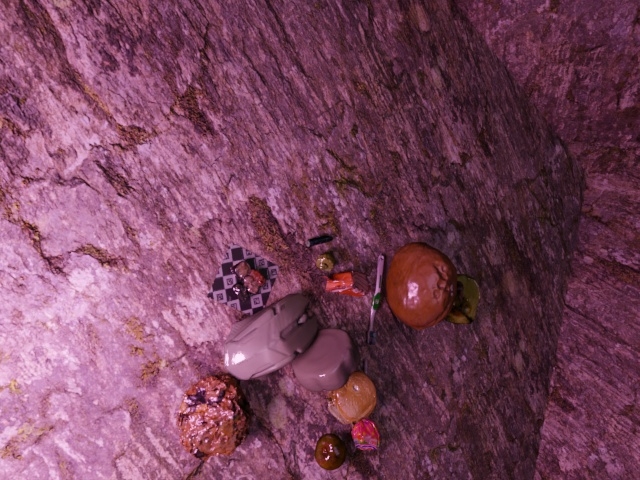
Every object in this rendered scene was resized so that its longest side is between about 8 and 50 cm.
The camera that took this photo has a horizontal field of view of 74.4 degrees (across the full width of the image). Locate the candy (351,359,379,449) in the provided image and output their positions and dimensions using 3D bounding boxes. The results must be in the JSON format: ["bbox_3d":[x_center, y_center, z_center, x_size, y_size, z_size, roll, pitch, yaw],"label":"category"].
[{"bbox_3d":[0.196,0.710,1.831,0.124,0.124,0.364,14,70,-34],"label":"candy"}]

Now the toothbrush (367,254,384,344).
[{"bbox_3d":[0.254,0.268,1.936,0.042,0.040,0.417,18,72,-32],"label":"toothbrush"}]

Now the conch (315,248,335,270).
[{"bbox_3d":[0.026,0.088,1.773,0.121,0.074,0.089,-57,147,-45],"label":"conch"}]

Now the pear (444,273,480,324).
[{"bbox_3d":[0.692,0.269,2.179,0.238,0.164,0.255,38,60,-17],"label":"pear"}]

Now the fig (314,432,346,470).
[{"bbox_3d":[0.068,0.855,1.702,0.185,0.127,0.132,21,61,-29],"label":"fig"}]

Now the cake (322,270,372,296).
[{"bbox_3d":[0.145,0.186,1.820,0.288,0.135,0.098,9,67,-44],"label":"cake"}]

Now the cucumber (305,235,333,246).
[{"bbox_3d":[0.000,0.000,1.770,0.133,0.032,0.032,-13,94,-35],"label":"cucumber"}]

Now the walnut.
[{"bbox_3d":[0.453,0.203,1.913,0.354,0.308,0.396,25,69,-53],"label":"walnut"}]

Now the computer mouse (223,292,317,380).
[{"bbox_3d":[-0.159,0.348,1.534,0.429,0.146,0.228,-29,95,-42],"label":"computer mouse"}]

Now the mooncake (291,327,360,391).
[{"bbox_3d":[0.023,0.459,1.616,0.275,0.275,0.135,-43,117,-30],"label":"mooncake"}]

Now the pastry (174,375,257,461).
[{"bbox_3d":[-0.340,0.582,1.383,0.275,0.193,0.274,1,88,-37],"label":"pastry"}]

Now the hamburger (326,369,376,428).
[{"bbox_3d":[0.134,0.645,1.748,0.189,0.122,0.215,48,59,2],"label":"hamburger"}]

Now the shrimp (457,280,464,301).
[{"bbox_3d":[0.659,0.236,1.995,0.190,0.042,0.101,35,50,-64],"label":"shrimp"}]

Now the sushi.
[{"bbox_3d":[-0.266,0.150,1.557,0.232,0.047,0.219,31,70,-30],"label":"sushi"}]

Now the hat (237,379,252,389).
[{"bbox_3d":[-0.284,0.502,1.529,0.058,0.042,0.086,-22,134,-36],"label":"hat"}]
